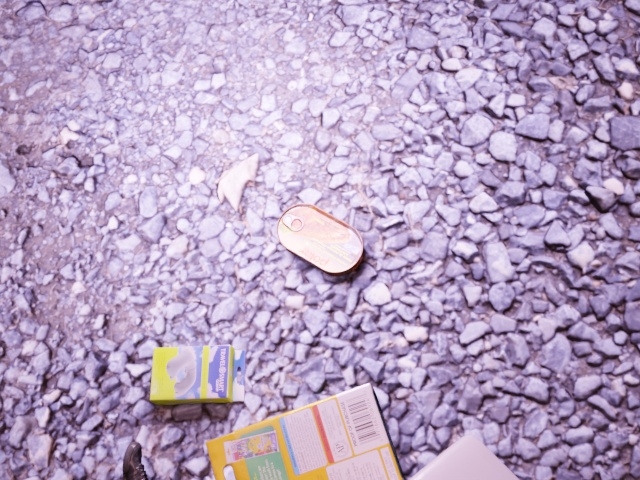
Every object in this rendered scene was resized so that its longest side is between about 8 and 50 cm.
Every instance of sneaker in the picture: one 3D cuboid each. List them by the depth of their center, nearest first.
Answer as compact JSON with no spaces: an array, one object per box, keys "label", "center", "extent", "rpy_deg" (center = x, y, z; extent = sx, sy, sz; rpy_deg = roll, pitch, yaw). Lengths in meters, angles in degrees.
[{"label":"sneaker","center":[-0.329,0.468,1.898],"extent":[0.089,0.051,0.170],"rpy_deg":[5,75,13]}]

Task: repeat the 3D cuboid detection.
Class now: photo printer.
[{"label":"photo printer","center":[0.222,0.500,1.680],"extent":[0.307,0.107,0.256],"rpy_deg":[-30,63,-30]}]

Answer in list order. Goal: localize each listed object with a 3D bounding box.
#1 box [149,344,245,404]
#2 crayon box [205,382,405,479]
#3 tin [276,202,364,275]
[{"label":"box","center":[-0.237,0.260,1.963],"extent":[0.178,0.042,0.109],"rpy_deg":[-4,69,11]},{"label":"crayon box","center":[-0.024,0.411,1.838],"extent":[0.323,0.083,0.203],"rpy_deg":[-20,66,3]},{"label":"tin","center":[0.000,0.000,2.021],"extent":[0.189,0.040,0.106],"rpy_deg":[31,74,21]}]
